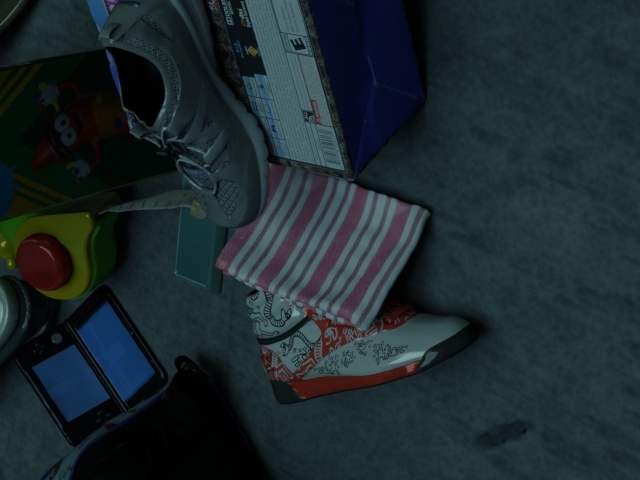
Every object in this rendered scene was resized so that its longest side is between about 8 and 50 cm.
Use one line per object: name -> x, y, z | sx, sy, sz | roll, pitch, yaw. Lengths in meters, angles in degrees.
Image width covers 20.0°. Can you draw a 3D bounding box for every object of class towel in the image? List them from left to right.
towel -> 0.000, 0.000, 1.879 | 0.197, 0.029, 0.144 | 21, 78, 30

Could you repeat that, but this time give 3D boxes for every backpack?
backpack -> -0.191, 0.308, 2.016 | 0.213, 0.263, 0.276 | -42, 78, 38

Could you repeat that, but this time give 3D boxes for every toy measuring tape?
toy measuring tape -> -0.242, 0.007, 2.072 | 0.330, 0.121, 0.121 | -4, 100, 32

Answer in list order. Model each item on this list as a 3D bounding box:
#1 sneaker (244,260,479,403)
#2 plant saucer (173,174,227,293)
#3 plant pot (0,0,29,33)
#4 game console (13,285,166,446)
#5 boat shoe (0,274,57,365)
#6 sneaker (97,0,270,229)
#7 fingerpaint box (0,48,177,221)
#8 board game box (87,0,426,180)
sneaker -> 0.031, 0.077, 1.891 | 0.270, 0.090, 0.145 | -18, 94, 42
plant saucer -> -0.132, -0.036, 2.032 | 0.067, 0.018, 0.192 | 21, 116, 32
plant pot -> -0.509, -0.387, 2.067 | 0.280, 0.323, 0.323 | 53, 129, 34
game console -> -0.275, 0.150, 2.154 | 0.144, 0.124, 0.085 | 55, 154, 13
boat shoe -> -0.437, 0.150, 2.263 | 0.319, 0.099, 0.116 | -44, 65, 35
sneaker -> -0.143, -0.117, 1.747 | 0.105, 0.115, 0.281 | 4, 130, 41
fingerpaint box -> -0.453, -0.095, 2.035 | 0.445, 0.371, 0.163 | -6, 99, 39
board game box -> -0.071, -0.213, 1.803 | 0.291, 0.141, 0.232 | 14, 136, 33
